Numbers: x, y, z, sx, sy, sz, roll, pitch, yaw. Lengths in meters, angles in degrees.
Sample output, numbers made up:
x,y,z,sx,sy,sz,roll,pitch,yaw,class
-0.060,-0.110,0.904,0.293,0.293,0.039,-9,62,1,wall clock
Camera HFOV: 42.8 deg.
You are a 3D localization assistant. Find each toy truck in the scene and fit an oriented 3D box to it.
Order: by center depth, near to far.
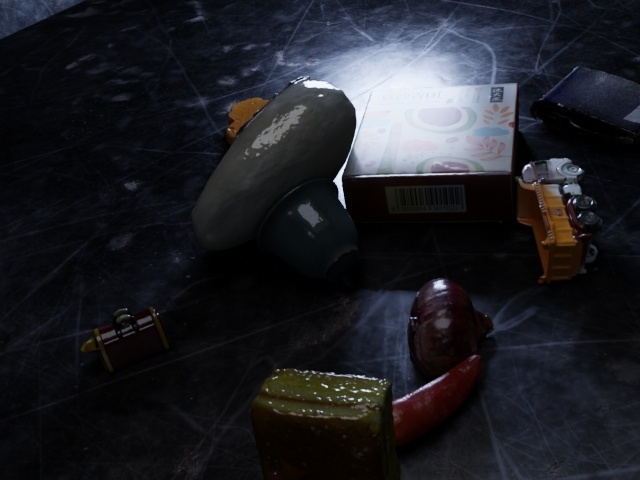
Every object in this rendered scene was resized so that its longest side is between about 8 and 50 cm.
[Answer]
x,y,z,sx,sy,sz,roll,pitch,yaw,class
0.446,-0.045,1.551,0.135,0.114,0.270,-2,40,5,toy truck

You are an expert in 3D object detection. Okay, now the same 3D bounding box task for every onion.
x,y,z,sx,sy,sz,roll,pitch,yaw,class
0.216,0.133,1.386,0.151,0.098,0.205,-12,36,3,onion

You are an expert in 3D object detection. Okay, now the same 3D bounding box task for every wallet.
x,y,z,sx,sy,sz,roll,pitch,yaw,class
0.653,-0.311,1.889,0.262,0.071,0.221,25,45,34,wallet

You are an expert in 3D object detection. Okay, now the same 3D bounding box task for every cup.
x,y,z,sx,sy,sz,roll,pitch,yaw,class
0.000,0.000,1.577,0.199,0.199,0.150,-31,61,-24,cup

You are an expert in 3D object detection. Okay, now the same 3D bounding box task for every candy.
x,y,z,sx,sy,sz,roll,pitch,yaw,class
-0.090,-0.135,1.665,0.186,0.386,0.427,46,67,7,candy

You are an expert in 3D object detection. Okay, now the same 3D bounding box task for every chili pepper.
x,y,z,sx,sy,sz,roll,pitch,yaw,class
0.158,0.258,1.262,0.272,0.071,0.063,-27,6,-21,chili pepper

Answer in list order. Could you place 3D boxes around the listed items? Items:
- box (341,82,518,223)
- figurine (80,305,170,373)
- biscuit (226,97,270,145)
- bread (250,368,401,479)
x,y,z,sx,sy,sz,roll,pitch,yaw,class
0.253,-0.197,1.789,0.345,0.122,0.385,0,38,16,box
-0.364,0.173,1.494,0.154,0.098,0.082,-21,41,-16,figurine
-0.130,-0.272,2.058,0.202,0.047,0.334,-23,40,-17,biscuit
0.009,0.293,1.122,0.184,0.234,0.110,3,36,17,bread
